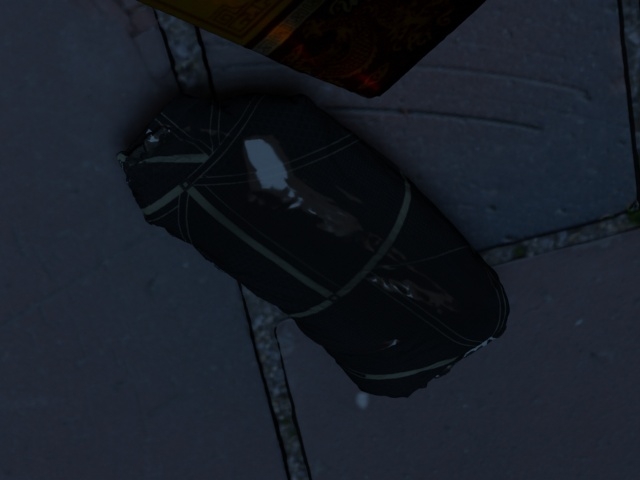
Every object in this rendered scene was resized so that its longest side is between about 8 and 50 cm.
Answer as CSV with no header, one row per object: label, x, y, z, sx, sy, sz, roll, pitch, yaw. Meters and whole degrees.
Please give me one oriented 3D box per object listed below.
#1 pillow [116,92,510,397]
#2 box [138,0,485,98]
pillow,0.000,0.000,1.207,0.161,0.093,0.335,-42,117,17
box,-0.040,-0.253,0.940,0.415,0.116,0.264,17,134,-39
